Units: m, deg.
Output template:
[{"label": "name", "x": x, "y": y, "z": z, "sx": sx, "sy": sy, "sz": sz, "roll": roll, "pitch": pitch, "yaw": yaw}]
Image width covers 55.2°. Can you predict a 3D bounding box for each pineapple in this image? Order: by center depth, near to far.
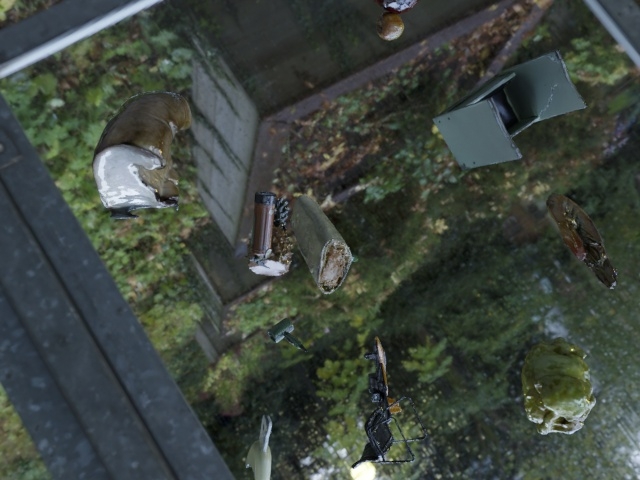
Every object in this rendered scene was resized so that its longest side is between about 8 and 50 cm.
[{"label": "pineapple", "x": -0.155, "y": -0.027, "z": 2.026, "sx": 0.157, "sy": 0.279, "sz": 0.158, "roll": 6, "pitch": 152, "yaw": 3}]

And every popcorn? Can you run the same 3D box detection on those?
[{"label": "popcorn", "x": 0.617, "y": 0.399, "z": 1.606, "sx": 0.173, "sy": 0.226, "sz": 0.286, "roll": 1, "pitch": -156, "yaw": 13}]

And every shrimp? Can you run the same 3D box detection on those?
[{"label": "shrimp", "x": 0.630, "y": -0.009, "z": 1.486, "sx": 0.152, "sy": 0.287, "sz": 0.063, "roll": 21, "pitch": 129, "yaw": -31}]

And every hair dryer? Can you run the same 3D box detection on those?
[{"label": "hair dryer", "x": -0.084, "y": 0.282, "z": 1.773, "sx": 0.071, "sy": 0.150, "sz": 0.047, "roll": -35, "pitch": 130, "yaw": -24}]

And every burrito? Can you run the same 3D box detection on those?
[{"label": "burrito", "x": -0.002, "y": 0.003, "z": 1.802, "sx": 0.105, "sy": 0.299, "sz": 0.143, "roll": 9, "pitch": 126, "yaw": -34}]

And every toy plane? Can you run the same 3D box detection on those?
[{"label": "toy plane", "x": 0.222, "y": 0.526, "z": 2.359, "sx": 0.102, "sy": 0.316, "sz": 0.204, "roll": -16, "pitch": -170, "yaw": -1}]

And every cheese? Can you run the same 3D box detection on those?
[{"label": "cheese", "x": -0.167, "y": 0.591, "z": 1.735, "sx": 0.049, "sy": 0.127, "sz": 0.235, "roll": 3, "pitch": 114, "yaw": -21}]

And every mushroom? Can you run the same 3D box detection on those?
[{"label": "mushroom", "x": -0.481, "y": -0.303, "z": 1.670, "sx": 0.224, "sy": 0.398, "sz": 0.314, "roll": 3, "pitch": 149, "yaw": 1}]

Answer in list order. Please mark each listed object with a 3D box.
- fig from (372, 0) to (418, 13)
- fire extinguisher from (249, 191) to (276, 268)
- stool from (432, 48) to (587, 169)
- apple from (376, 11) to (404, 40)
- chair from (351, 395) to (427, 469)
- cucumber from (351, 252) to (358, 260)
[{"label": "fig", "x": 0.216, "y": -0.777, "z": 1.784, "sx": 0.224, "sy": 0.224, "sz": 0.263, "roll": -37, "pitch": 170, "yaw": 17}, {"label": "fire extinguisher", "x": -0.129, "y": -0.020, "z": 1.388, "sx": 0.062, "sy": 0.177, "sz": 0.050, "roll": -4, "pitch": -163, "yaw": -36}, {"label": "stool", "x": 0.473, "y": -0.325, "z": 1.563, "sx": 0.243, "sy": 0.170, "sz": 0.269, "roll": -36, "pitch": -169, "yaw": -14}, {"label": "apple", "x": 0.210, "y": -0.646, "z": 1.845, "sx": 0.071, "sy": 0.084, "sz": 0.084, "roll": -16, "pitch": 164, "yaw": -24}, {"label": "chair", "x": 0.179, "y": 0.580, "z": 1.825, "sx": 0.221, "sy": 0.145, "sz": 0.140, "roll": -25, "pitch": -178, "yaw": 30}, {"label": "cucumber", "x": 0.127, "y": 0.070, "z": 2.507, "sx": 0.039, "sy": 0.039, "sz": 0.168, "roll": -36, "pitch": 168, "yaw": 8}]
